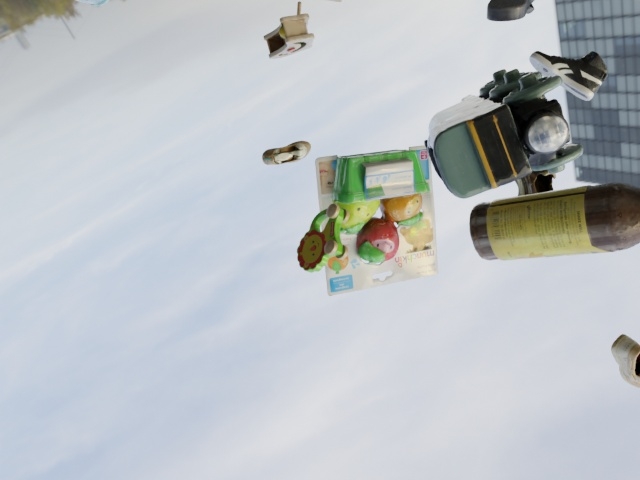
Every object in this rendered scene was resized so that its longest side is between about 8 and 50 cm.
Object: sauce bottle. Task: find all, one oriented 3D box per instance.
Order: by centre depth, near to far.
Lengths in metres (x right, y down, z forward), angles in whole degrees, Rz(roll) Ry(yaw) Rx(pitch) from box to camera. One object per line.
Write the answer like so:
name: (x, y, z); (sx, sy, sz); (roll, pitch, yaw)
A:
sauce bottle: (0.414, -0.031, 0.824); (0.345, 0.111, 0.111); (-6, -144, 41)

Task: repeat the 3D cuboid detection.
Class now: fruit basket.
fruit basket: (0.157, -0.053, 1.333); (0.327, 0.352, 0.165); (-9, -174, -18)

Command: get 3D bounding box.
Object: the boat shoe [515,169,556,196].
boat shoe: (0.529, -0.156, 1.272); (0.095, 0.257, 0.095); (-2, 172, -28)

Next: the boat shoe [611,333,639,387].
boat shoe: (0.639, 0.255, 1.049); (0.063, 0.170, 0.059); (-48, -151, -2)

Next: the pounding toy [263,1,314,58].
pounding toy: (-0.117, -0.710, 1.758); (0.154, 0.154, 0.269); (-16, -171, -3)

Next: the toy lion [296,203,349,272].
toy lion: (0.000, 0.000, 0.841); (0.096, 0.034, 0.100); (-17, -120, 42)

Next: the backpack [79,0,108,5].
backpack: (-0.584, -0.734, 1.337); (0.225, 0.253, 0.191); (20, -169, 43)

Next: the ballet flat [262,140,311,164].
ballet flat: (-0.103, -0.299, 1.821); (0.206, 0.073, 0.067); (-23, -154, -31)

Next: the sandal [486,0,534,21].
sandal: (0.396, -0.485, 1.073); (0.097, 0.054, 0.254); (15, -136, 31)

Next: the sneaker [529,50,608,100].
sneaker: (0.733, -0.517, 1.537); (0.121, 0.217, 0.079); (-53, 174, 7)

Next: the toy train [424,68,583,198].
toy train: (0.254, -0.166, 0.795); (0.190, 0.142, 0.334); (-21, -164, 13)
